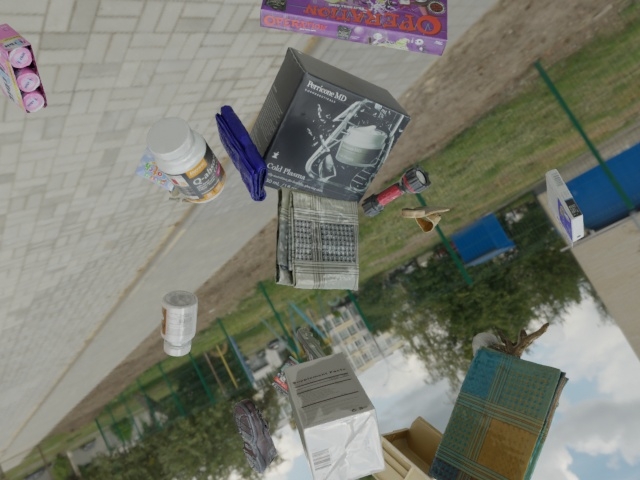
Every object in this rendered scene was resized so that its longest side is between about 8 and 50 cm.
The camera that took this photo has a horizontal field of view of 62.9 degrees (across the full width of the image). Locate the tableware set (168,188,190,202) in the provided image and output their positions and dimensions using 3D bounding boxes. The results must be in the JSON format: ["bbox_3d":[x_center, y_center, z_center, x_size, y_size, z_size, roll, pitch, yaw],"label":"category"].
[{"bbox_3d":[-0.596,-0.229,2.230,0.194,0.039,0.128,0,107,-76],"label":"tableware set"}]

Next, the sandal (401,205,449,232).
[{"bbox_3d":[0.325,-0.063,1.646,0.088,0.079,0.240,10,-169,38],"label":"sandal"}]

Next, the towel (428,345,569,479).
[{"bbox_3d":[0.429,0.461,1.292,0.272,0.040,0.369,8,-108,60],"label":"towel"}]

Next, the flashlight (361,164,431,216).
[{"bbox_3d":[0.289,-0.184,2.062,0.103,0.103,0.304,8,151,-42],"label":"flashlight"}]

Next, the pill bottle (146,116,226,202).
[{"bbox_3d":[-0.408,-0.243,1.608,0.162,0.162,0.278,-28,154,-2],"label":"pill bottle"}]

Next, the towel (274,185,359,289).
[{"bbox_3d":[0.000,0.000,1.659,0.325,0.311,0.056,7,170,-36],"label":"towel"}]

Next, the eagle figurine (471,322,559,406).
[{"bbox_3d":[0.577,0.410,1.519,0.227,0.298,0.225,-11,-145,11],"label":"eagle figurine"}]

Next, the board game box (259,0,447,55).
[{"bbox_3d":[0.071,-0.471,1.009,0.348,0.208,0.056,8,158,-3],"label":"board game box"}]

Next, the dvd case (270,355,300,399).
[{"bbox_3d":[-0.085,0.411,1.548,0.119,0.087,0.013,-59,167,24],"label":"dvd case"}]

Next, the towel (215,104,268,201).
[{"bbox_3d":[-0.288,-0.305,1.877,0.076,0.308,0.227,-24,159,-19],"label":"towel"}]

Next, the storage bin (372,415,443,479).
[{"bbox_3d":[0.284,0.655,1.572,0.263,0.260,0.123,10,105,-44],"label":"storage bin"}]

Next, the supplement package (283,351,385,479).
[{"bbox_3d":[0.025,0.441,1.324,0.176,0.177,0.293,-13,-164,-9],"label":"supplement package"}]

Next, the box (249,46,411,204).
[{"bbox_3d":[0.009,-0.426,2.090,0.481,0.297,0.471,14,121,-27],"label":"box"}]

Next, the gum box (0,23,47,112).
[{"bbox_3d":[-0.748,-0.416,1.292,0.062,0.107,0.188,-39,158,-34],"label":"gum box"}]

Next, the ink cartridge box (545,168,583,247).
[{"bbox_3d":[0.838,-0.108,1.802,0.045,0.206,0.208,-22,146,12],"label":"ink cartridge box"}]

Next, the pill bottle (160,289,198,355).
[{"bbox_3d":[-0.539,0.317,1.990,0.131,0.131,0.229,-19,126,-48],"label":"pill bottle"}]

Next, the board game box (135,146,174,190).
[{"bbox_3d":[-0.615,-0.325,2.079,0.211,0.160,0.039,-62,-174,8],"label":"board game box"}]

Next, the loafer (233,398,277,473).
[{"bbox_3d":[-0.201,0.606,1.663,0.109,0.302,0.095,21,-141,40],"label":"loafer"}]

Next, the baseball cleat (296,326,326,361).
[{"bbox_3d":[-0.025,0.371,1.616,0.109,0.206,0.072,-50,152,17],"label":"baseball cleat"}]
